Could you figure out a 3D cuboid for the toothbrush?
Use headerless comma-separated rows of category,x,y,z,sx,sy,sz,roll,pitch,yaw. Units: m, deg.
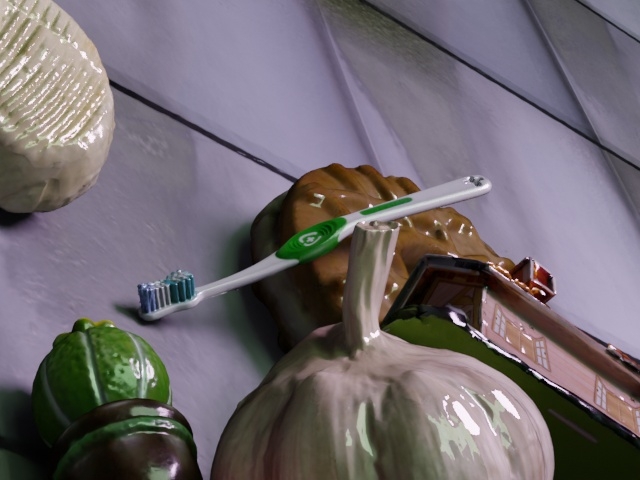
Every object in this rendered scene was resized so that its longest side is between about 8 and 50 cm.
toothbrush,0.000,0.002,1.405,0.304,0.030,0.030,-19,58,-24

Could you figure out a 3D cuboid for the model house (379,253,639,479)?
model house,0.123,0.126,1.340,0.294,0.207,0.154,35,35,-20

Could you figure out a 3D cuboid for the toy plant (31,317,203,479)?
toy plant,-0.125,0.116,1.139,0.093,0.093,0.162,23,30,-38

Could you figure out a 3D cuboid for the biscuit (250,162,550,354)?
biscuit,0.083,0.068,1.535,0.332,0.103,0.332,33,25,-18

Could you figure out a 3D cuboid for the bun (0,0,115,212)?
bun,-0.234,-0.103,1.336,0.188,0.111,0.164,38,41,-17

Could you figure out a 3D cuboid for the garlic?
garlic,0.027,0.095,1.134,0.218,0.218,0.212,-13,96,-62
